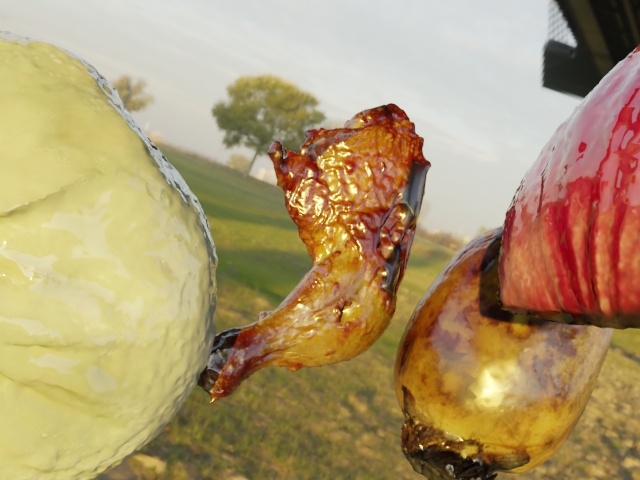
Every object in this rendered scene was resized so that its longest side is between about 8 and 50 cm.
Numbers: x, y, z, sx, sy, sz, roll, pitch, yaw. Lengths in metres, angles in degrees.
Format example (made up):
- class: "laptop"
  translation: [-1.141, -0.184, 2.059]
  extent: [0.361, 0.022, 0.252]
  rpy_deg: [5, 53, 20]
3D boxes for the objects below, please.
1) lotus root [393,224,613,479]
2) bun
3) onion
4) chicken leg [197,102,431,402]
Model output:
- class: "lotus root"
  translation: [0.167, 0.086, 0.767]
  extent: [0.169, 0.314, 0.141]
  rpy_deg: [26, -17, 18]
- class: "bun"
  translation: [-0.251, 0.025, 0.583]
  extent: [0.362, 0.361, 0.211]
  rpy_deg: [22, 2, 3]
- class: "onion"
  translation: [0.191, -0.056, 0.405]
  extent: [0.111, 0.250, 0.247]
  rpy_deg: [65, -18, -8]
- class: "chicken leg"
  translation: [0.008, 0.008, 0.750]
  extent: [0.177, 0.322, 0.083]
  rpy_deg: [31, -21, -31]
